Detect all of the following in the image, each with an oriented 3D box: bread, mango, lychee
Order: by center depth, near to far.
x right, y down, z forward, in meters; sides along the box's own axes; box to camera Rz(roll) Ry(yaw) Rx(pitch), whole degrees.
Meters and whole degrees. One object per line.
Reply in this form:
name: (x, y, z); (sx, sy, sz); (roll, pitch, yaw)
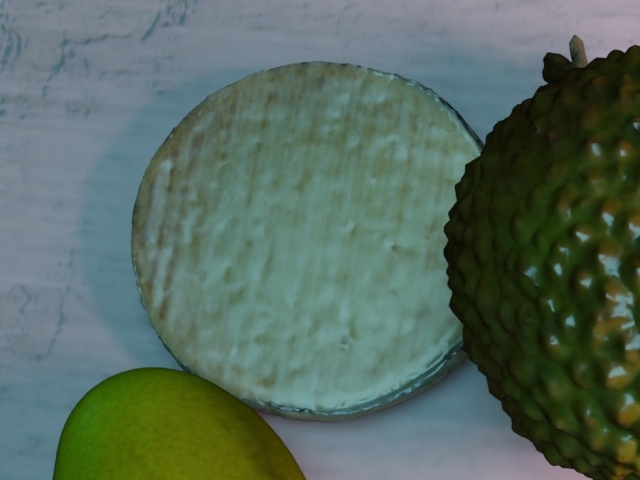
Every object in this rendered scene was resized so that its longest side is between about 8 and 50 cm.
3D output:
lychee: (0.201, 0.011, 1.045); (0.270, 0.320, 0.270); (4, 105, 15)
mango: (-0.083, 0.207, 1.092); (0.185, 0.149, 0.273); (-3, 65, 10)
bread: (0.000, 0.000, 1.199); (0.267, 0.040, 0.267); (-3, 73, 9)
